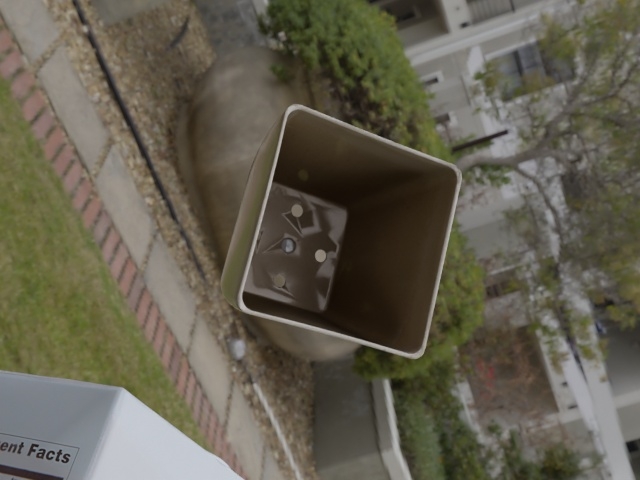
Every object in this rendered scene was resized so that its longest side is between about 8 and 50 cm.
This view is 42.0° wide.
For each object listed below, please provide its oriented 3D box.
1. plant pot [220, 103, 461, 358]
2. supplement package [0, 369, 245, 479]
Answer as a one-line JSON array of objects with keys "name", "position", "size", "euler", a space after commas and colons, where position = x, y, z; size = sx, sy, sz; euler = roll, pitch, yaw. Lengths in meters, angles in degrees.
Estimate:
[{"name": "plant pot", "position": [0.000, 0.000, 0.474], "size": [0.096, 0.109, 0.109], "euler": [-10, -115, 66]}, {"name": "supplement package", "position": [-0.173, 0.224, 0.430], "size": [0.199, 0.198, 0.263], "euler": [56, 43, -49]}]
